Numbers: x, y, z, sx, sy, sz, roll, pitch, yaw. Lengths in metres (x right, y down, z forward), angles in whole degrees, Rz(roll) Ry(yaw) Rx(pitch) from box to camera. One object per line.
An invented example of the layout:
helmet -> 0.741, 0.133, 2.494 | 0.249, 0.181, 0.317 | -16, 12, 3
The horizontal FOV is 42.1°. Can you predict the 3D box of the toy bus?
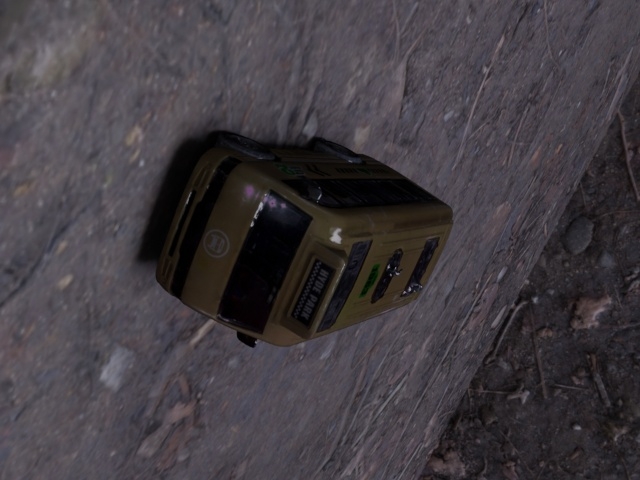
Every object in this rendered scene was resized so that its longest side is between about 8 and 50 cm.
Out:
toy bus -> 0.000, 0.000, 0.727 | 0.290, 0.157, 0.139 | -5, 122, -62
